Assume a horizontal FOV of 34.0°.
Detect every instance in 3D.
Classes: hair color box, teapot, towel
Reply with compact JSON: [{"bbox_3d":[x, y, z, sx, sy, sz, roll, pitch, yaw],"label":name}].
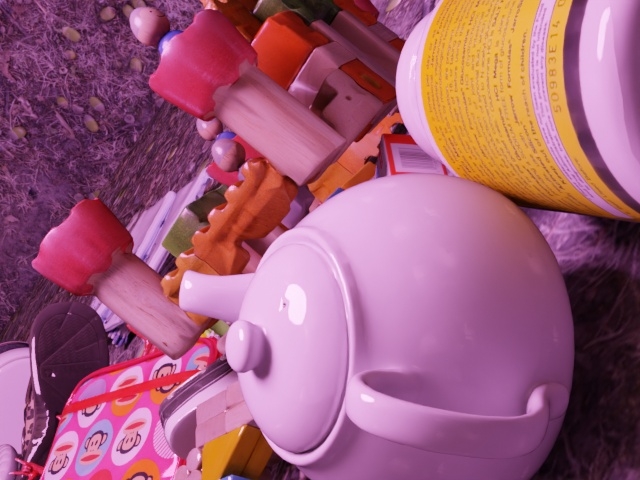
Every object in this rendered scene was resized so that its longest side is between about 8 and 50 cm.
[{"bbox_3d":[0.067,0.003,0.898,0.093,0.053,0.167,-94,9,-59],"label":"hair color box"},{"bbox_3d":[0.030,0.070,0.688,0.256,0.187,0.252,-52,45,45],"label":"teapot"},{"bbox_3d":[-0.291,0.044,1.885,0.285,0.034,0.209,-54,17,10],"label":"towel"}]

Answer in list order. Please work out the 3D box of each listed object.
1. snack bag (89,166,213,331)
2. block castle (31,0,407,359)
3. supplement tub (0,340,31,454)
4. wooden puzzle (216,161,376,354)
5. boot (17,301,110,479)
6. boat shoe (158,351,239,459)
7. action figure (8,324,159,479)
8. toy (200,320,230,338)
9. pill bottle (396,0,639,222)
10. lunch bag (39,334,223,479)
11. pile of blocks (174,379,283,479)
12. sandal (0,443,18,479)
[{"bbox_3d":[-0.329,0.035,1.888,0.342,0.037,0.323,-24,36,61],"label":"snack bag"},{"bbox_3d":[-0.073,-0.108,1.056,0.303,0.213,0.453,-52,-4,25],"label":"block castle"},{"bbox_3d":[-0.549,0.287,1.918,0.191,0.191,0.272,-63,19,-11],"label":"supplement tub"},{"bbox_3d":[0.000,0.000,1.080,0.238,0.044,0.221,-47,-2,26],"label":"wooden puzzle"},{"bbox_3d":[-0.356,0.302,1.477,0.284,0.138,0.377,123,142,-67],"label":"boot"},{"bbox_3d":[-0.056,0.120,0.989,0.219,0.077,0.070,-30,34,-6],"label":"boat shoe"},{"bbox_3d":[-0.290,0.219,1.316,0.091,0.139,0.280,-39,35,57],"label":"action figure"},{"bbox_3d":[-0.176,0.199,1.315,0.237,0.056,0.137,-60,18,20],"label":"toy"},{"bbox_3d":[0.177,-0.110,0.693,0.188,0.188,0.334,-61,19,-4],"label":"pill bottle"},{"bbox_3d":[-0.182,0.222,1.140,0.293,0.120,0.258,-21,43,41],"label":"lunch bag"},{"bbox_3d":[-0.094,0.292,0.918,0.362,0.113,0.149,-60,38,8],"label":"pile of blocks"},{"bbox_3d":[-0.450,0.416,1.410,0.169,0.102,0.416,-47,18,2],"label":"sandal"}]
